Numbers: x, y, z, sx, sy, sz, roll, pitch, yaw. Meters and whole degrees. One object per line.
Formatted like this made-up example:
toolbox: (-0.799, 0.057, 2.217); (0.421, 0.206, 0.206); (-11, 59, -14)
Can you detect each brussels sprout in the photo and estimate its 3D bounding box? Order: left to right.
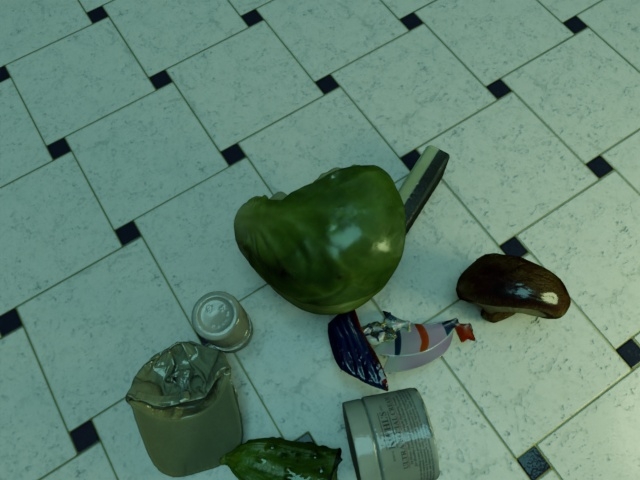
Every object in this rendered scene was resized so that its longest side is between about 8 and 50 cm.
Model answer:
brussels sprout: (0.000, 0.000, 1.070); (0.371, 0.276, 0.314); (-9, 81, 26)

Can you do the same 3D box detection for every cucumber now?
cucumber: (-0.083, 0.453, 0.996); (0.244, 0.134, 0.134); (9, 69, 10)

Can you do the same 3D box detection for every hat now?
hat: (-0.278, 0.349, 1.070); (0.214, 0.149, 0.244); (-12, 104, -9)

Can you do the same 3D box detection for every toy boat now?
toy boat: (0.167, 0.229, 1.071); (0.318, 0.072, 0.219); (9, 38, 5)

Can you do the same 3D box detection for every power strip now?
power strip: (0.218, -0.102, 1.212); (0.070, 0.105, 0.256); (29, 72, 14)

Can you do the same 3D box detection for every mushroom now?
mushroom: (0.414, 0.097, 1.082); (0.231, 0.194, 0.138); (12, 69, -5)

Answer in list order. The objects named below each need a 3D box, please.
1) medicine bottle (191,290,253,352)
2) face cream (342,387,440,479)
medicine bottle: (-0.206, 0.176, 1.079); (0.105, 0.168, 0.105); (-1, 68, 2)
face cream: (0.133, 0.386, 0.980); (0.153, 0.177, 0.177); (-12, 68, -4)
